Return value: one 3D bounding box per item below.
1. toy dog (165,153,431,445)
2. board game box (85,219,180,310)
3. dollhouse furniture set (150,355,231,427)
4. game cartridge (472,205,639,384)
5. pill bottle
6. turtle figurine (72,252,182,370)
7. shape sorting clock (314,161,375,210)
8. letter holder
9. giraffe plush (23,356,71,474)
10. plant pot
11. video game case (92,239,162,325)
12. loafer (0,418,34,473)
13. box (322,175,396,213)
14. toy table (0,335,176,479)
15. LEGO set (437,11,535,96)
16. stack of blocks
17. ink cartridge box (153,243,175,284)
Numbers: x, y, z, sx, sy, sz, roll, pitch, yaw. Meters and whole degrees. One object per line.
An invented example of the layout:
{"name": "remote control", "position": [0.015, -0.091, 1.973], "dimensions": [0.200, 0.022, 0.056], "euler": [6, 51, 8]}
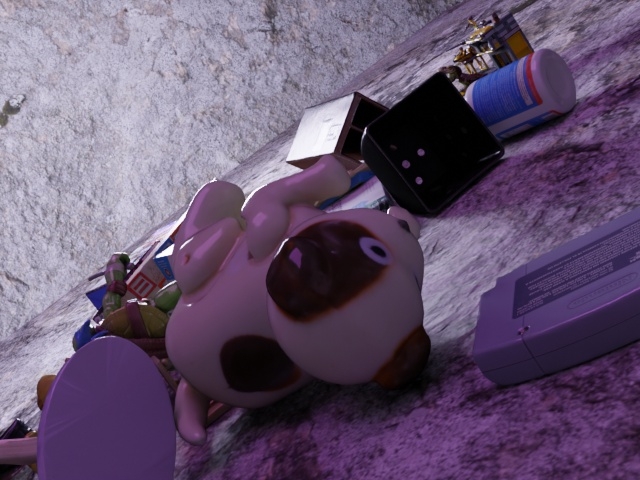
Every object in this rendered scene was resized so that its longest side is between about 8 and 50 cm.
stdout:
{"name": "toy dog", "position": [-0.035, 0.071, 1.276], "dimensions": [0.395, 0.284, 0.408], "euler": [-50, 20, -28]}
{"name": "board game box", "position": [-0.369, 0.073, 2.387], "dimensions": [0.232, 0.141, 0.291], "euler": [-22, 18, 43]}
{"name": "dollhouse furniture set", "position": [-0.169, 0.180, 1.538], "dimensions": [0.151, 0.123, 0.144], "euler": [-38, 13, -13]}
{"name": "game cartridge", "position": [0.298, 0.043, 1.037], "dimensions": [0.297, 0.062, 0.198], "euler": [-29, 18, 23]}
{"name": "pill bottle", "position": [0.342, -0.253, 1.834], "dimensions": [0.221, 0.124, 0.124], "euler": [-21, 18, 42]}
{"name": "turtle figurine", "position": [-0.260, 0.108, 1.626], "dimensions": [0.266, 0.198, 0.274], "euler": [-16, -14, 3]}
{"name": "shape sorting clock", "position": [0.054, -0.108, 2.080], "dimensions": [0.206, 0.040, 0.206], "euler": [-31, -9, -5]}
{"name": "letter holder", "position": [0.086, -0.221, 2.371], "dimensions": [0.302, 0.214, 0.152], "euler": [0, 69, 67]}
{"name": "giraffe plush", "position": [-0.393, 0.307, 1.573], "dimensions": [0.210, 0.181, 0.170], "euler": [-46, 12, 50]}
{"name": "plant pot", "position": [0.179, -0.156, 1.803], "dimensions": [0.188, 0.187, 0.167], "euler": [-39, 0, -19]}
{"name": "video game case", "position": [-0.331, 0.101, 2.058], "dimensions": [0.210, 0.042, 0.232], "euler": [-50, -21, 8]}
{"name": "loafer", "position": [-0.653, 0.431, 1.941], "dimensions": [0.223, 0.078, 0.076], "euler": [-36, 13, -8]}
{"name": "box", "position": [0.000, 0.000, 1.923], "dimensions": [0.322, 0.058, 0.232], "euler": [-34, 13, 8]}
{"name": "toy table", "position": [-0.303, 0.278, 1.318], "dimensions": [0.161, 0.252, 0.274], "euler": [-33, 41, 53]}
{"name": "LEGO set", "position": [0.314, -0.366, 2.158], "dimensions": [0.255, 0.192, 0.331], "euler": [-35, 13, -4]}
{"name": "stack of blocks", "position": [-0.229, 0.052, 1.892], "dimensions": [0.297, 0.171, 0.087], "euler": [-49, 11, 10]}
{"name": "ink cartridge box", "position": [-0.179, 0.087, 1.731], "dimensions": [0.086, 0.203, 0.148], "euler": [-39, 14, -27]}
